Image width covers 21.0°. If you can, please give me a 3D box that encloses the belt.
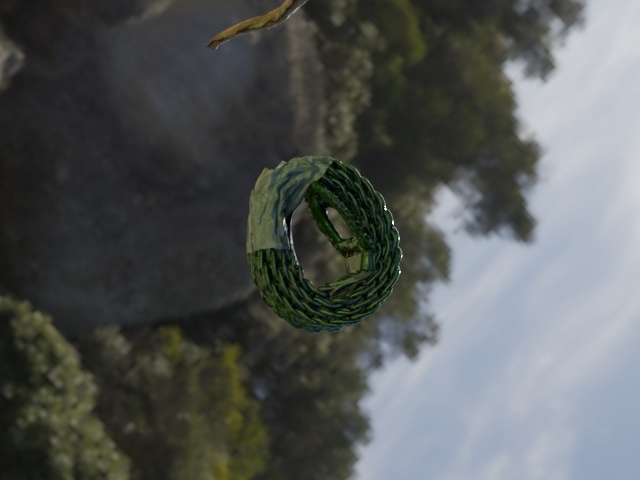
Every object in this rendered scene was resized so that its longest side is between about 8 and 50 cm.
[{"bbox_3d":[0.000,0.000,1.418,0.121,0.151,0.079,-20,172,-10],"label":"belt"}]

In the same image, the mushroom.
[{"bbox_3d":[-0.003,-0.182,1.238,0.286,0.026,0.028,-14,-112,52],"label":"mushroom"}]
